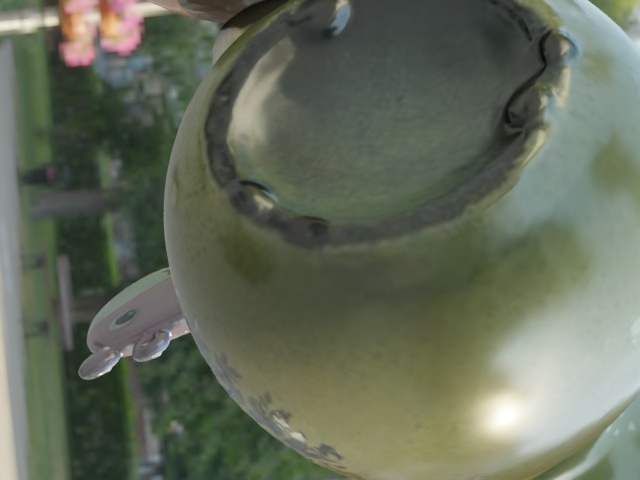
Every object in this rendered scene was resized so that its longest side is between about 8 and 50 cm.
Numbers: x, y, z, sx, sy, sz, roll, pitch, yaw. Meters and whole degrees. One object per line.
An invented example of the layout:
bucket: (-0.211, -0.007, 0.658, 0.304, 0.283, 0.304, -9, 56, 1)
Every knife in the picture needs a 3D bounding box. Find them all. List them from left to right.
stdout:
knife: (0.000, -0.001, 1.151, 0.038, 0.399, 0.132, 59, 23, -23)

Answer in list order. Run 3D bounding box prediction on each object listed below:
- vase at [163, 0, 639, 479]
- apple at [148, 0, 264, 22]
vase: (0.046, 0.002, 0.840, 0.329, 0.241, 0.302, 47, -10, 40)
apple: (-0.046, -0.257, 0.934, 0.306, 0.235, 0.305, 168, -90, -73)
